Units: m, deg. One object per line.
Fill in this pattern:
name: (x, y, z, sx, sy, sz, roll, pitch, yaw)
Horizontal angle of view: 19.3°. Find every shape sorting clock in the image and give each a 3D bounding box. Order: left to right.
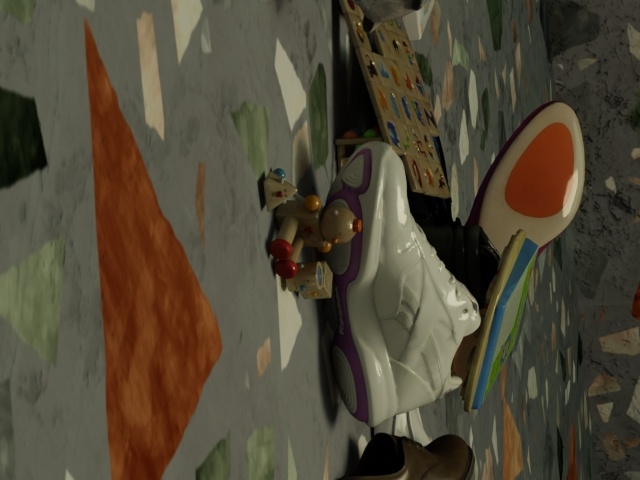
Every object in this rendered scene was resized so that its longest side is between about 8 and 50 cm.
shape sorting clock: (0.186, 0.086, 2.031, 0.206, 0.040, 0.206, 19, 90, -76)

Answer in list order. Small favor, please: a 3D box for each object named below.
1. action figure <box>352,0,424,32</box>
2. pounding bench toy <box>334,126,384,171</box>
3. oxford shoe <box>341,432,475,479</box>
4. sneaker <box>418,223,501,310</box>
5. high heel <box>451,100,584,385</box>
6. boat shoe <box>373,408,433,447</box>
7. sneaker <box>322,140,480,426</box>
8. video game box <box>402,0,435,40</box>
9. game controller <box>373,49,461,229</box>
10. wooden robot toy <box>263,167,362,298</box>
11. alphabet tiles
action figure: (0.032, -0.359, 1.731, 0.341, 0.179, 0.330, -24, 101, -79)
pounding bench toy: (0.043, -0.084, 1.982, 0.083, 0.052, 0.065, -38, 125, -73)
oxford shoe: (0.097, 0.243, 2.014, 0.227, 0.083, 0.096, -25, 105, -56)
sneaker: (0.148, 0.082, 2.195, 0.295, 0.147, 0.104, 72, 19, -52)
high heel: (0.214, -0.001, 2.367, 0.377, 0.127, 0.181, -66, -166, 1)
boat shoe: (0.113, 0.265, 2.155, 0.095, 0.084, 0.258, -49, 136, -70)
sneaker: (0.082, 0.035, 1.898, 0.114, 0.152, 0.305, -132, -146, -57)
video game box: (0.108, -0.366, 2.304, 0.205, 0.048, 0.187, -68, 155, -59)
game controller: (0.120, -0.113, 2.279, 0.319, 0.067, 0.166, 64, 27, -61)
wooden robot toy: (0.000, 0.000, 1.736, 0.173, 0.079, 0.076, 74, 20, -45)
alphabet tiles: (0.086, -0.161, 2.060, 0.198, 0.009, 0.237, 8, 63, -68)
